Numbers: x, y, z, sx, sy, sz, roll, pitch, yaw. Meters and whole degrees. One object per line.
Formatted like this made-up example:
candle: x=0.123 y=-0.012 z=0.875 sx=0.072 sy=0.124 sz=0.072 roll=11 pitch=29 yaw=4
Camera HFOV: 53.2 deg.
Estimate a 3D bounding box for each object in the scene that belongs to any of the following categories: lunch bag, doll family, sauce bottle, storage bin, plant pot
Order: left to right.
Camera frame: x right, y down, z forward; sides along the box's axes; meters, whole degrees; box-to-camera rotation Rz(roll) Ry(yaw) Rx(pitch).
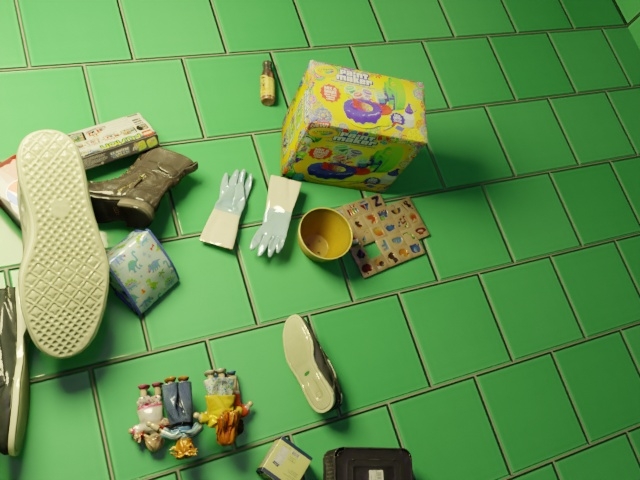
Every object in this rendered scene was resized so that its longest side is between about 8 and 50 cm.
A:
lunch bag: x=-0.395 y=0.069 z=1.400 sx=0.129 sy=0.096 sz=0.151 roll=-45 pitch=116 yaw=-28
doll family: x=-0.257 y=0.357 z=1.308 sx=0.263 sy=0.118 sz=0.163 roll=-5 pitch=70 yaw=-21
sauce bottle: x=-0.143 y=-0.426 z=1.720 sx=0.042 sy=0.042 sz=0.128 roll=4 pitch=65 yaw=-17
plant pot: x=0.000 y=0.000 z=1.557 sx=0.134 sy=0.095 sz=0.134 roll=7 pitch=66 yaw=-16
storage bin: x=0.102 y=0.515 z=1.383 sx=0.180 sy=0.084 sz=0.122 roll=6 pitch=66 yaw=-15

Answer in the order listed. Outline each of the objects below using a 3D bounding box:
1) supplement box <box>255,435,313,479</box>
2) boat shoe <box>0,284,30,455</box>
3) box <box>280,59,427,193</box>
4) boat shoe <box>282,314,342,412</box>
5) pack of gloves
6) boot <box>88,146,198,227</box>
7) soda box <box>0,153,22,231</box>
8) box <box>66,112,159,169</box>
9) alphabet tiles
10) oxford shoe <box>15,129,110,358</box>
supplement box: x=-0.077 y=0.476 z=1.354 sx=0.083 sy=0.056 sz=0.083 roll=36 pitch=62 yaw=-1
boat shoe: x=-0.624 y=0.245 z=1.229 sx=0.113 sy=0.127 sz=0.340 roll=-2 pitch=67 yaw=-18
box: x=0.073 y=-0.272 z=1.593 sx=0.290 sy=0.279 sz=0.177 roll=7 pitch=66 yaw=-15
boat shoe: x=-0.018 y=0.279 z=1.459 sx=0.079 sy=0.084 sz=0.233 roll=10 pitch=50 yaw=-57
pack of gloves: x=-0.168 y=-0.063 z=1.570 sx=0.195 sy=0.046 sz=0.232 roll=14 pitch=61 yaw=0
boot: x=-0.441 y=-0.140 z=1.478 sx=0.263 sy=0.091 sz=0.229 roll=14 pitch=48 yaw=8
soda box: x=-0.610 y=-0.054 z=1.383 sx=0.092 sy=0.083 sz=0.263 roll=-40 pitch=86 yaw=-27
box: x=-0.497 y=-0.231 z=1.495 sx=0.207 sy=0.036 sz=0.114 roll=-24 pitch=49 yaw=-25
alphabet tiles: x=0.166 y=-0.028 z=1.675 sx=0.237 sy=0.009 sz=0.198 roll=-20 pitch=76 yaw=-25
oxford shoe: x=-0.522 y=0.007 z=1.278 sx=0.169 sy=0.130 sz=0.449 roll=-6 pitch=86 yaw=-26
